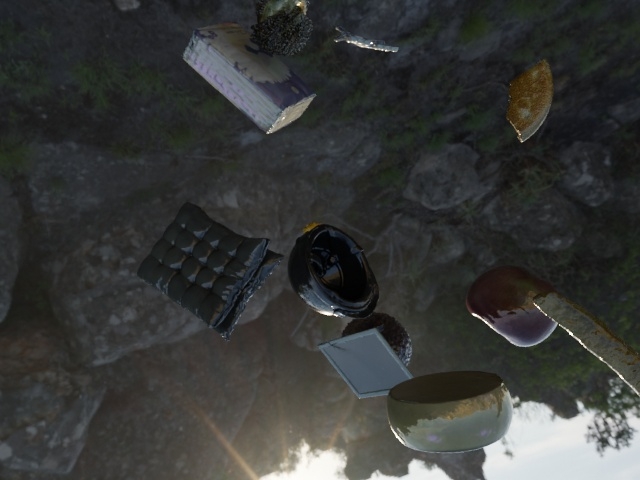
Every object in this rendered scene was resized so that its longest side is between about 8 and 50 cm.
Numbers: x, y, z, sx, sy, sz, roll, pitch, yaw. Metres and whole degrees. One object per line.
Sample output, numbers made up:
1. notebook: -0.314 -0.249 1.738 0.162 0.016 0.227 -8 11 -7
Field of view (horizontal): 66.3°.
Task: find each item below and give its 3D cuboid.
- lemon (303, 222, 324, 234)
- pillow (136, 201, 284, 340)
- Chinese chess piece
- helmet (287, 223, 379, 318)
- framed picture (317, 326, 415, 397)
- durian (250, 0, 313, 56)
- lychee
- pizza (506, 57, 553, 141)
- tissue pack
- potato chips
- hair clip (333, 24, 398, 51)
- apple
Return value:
1. lemon: 0.000 0.000 1.730 0.114 0.155 0.114 -43 -163 17
2. pillow: -0.266 0.055 1.140 0.228 0.326 0.101 -57 143 -12
3. Chinese chess piece: 0.261 0.342 1.001 0.250 0.097 0.251 -9 177 0
4. helmet: 0.017 0.100 1.327 0.160 0.279 0.231 -26 -160 38
5. framed picture: 0.143 0.375 1.485 0.019 0.232 0.296 -42 -171 -40
6. durian: -0.116 -0.605 1.342 0.196 0.196 0.167 -28 153 24
7. lychee: 0.213 0.424 1.890 0.299 0.300 0.300 -18 162 -6
8. pizza: 0.672 -0.450 1.571 0.134 0.271 0.056 5 178 27
9. tissue pack: -0.205 -0.487 1.444 0.125 0.343 0.242 -47 -179 36
10. potato chips: 0.570 0.238 0.904 0.080 0.407 0.057 -15 148 -52
11. hair clip: 0.154 -0.698 1.706 0.220 0.054 0.140 9 -162 -14
12. apple: 0.659 0.212 1.676 0.235 0.305 0.305 -55 156 3
